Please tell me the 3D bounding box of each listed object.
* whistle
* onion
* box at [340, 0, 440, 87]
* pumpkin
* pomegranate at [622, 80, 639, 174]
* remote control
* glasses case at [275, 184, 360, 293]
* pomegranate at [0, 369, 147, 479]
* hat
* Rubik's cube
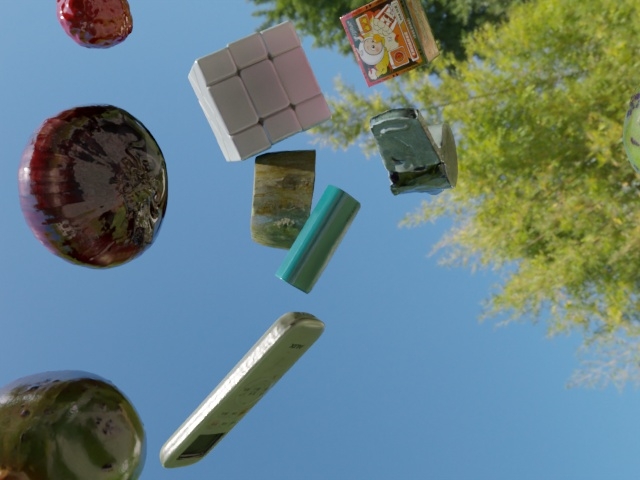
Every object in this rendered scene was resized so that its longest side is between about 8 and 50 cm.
[{"bbox_3d":[0.257,-0.228,1.755,0.405,0.168,0.188,4,-98,-65],"label":"whistle"},{"bbox_3d":[-0.390,-0.091,1.080,0.273,0.285,0.273,-10,-78,-53],"label":"onion"},{"bbox_3d":[0.181,-0.525,1.664,0.148,0.177,0.195,-46,-64,-55],"label":"box"},{"bbox_3d":[-0.121,-0.134,2.012,0.199,0.332,0.332,10,-135,-1],"label":"pumpkin"},{"bbox_3d":[0.559,-0.168,0.918,0.211,0.263,0.211,-5,-80,-29],"label":"pomegranate"},{"bbox_3d":[-0.113,0.210,0.899,0.038,0.309,0.090,50,-164,28],"label":"remote control"},{"bbox_3d":[0.002,0.001,1.820,0.117,0.301,0.070,32,175,-36],"label":"glasses case"},{"bbox_3d":[-0.422,0.362,1.016,0.291,0.290,0.323,28,-168,-23],"label":"pomegranate"},{"bbox_3d":[-0.374,-0.477,1.073,0.242,0.274,0.332,-17,-104,-2],"label":"hat"},{"bbox_3d":[-0.195,-0.445,1.992,0.316,0.322,0.318,-27,-78,-12],"label":"Rubik's cube"}]
